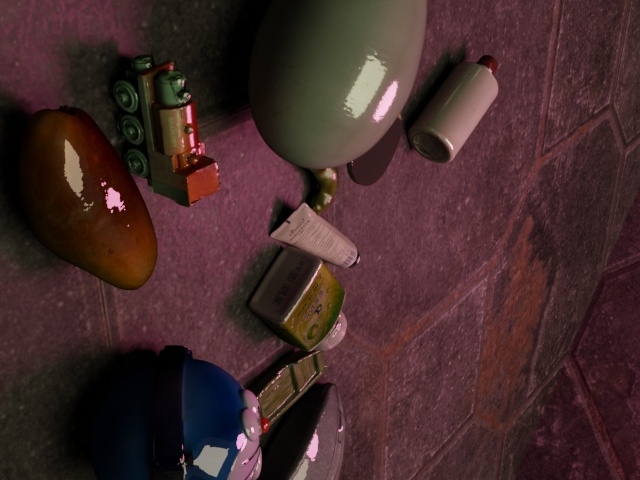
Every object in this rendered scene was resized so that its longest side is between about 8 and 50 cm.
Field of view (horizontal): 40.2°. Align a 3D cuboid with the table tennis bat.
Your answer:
[{"bbox_3d":[0.119,-0.215,1.585,0.138,0.022,0.247,27,86,-58],"label":"table tennis bat"}]

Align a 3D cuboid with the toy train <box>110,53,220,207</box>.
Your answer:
[{"bbox_3d":[-0.189,-0.138,1.077,0.074,0.118,0.176,-38,138,-44],"label":"toy train"}]

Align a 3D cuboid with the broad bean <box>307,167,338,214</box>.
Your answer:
[{"bbox_3d":[-0.006,-0.133,1.418,0.070,0.048,0.214,-43,142,-34],"label":"broad bean"}]

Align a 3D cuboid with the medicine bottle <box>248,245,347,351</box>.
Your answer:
[{"bbox_3d":[-0.026,0.112,1.489,0.132,0.088,0.188,-59,146,-16],"label":"medicine bottle"}]

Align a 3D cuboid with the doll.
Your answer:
[{"bbox_3d":[-0.193,0.300,1.223,0.310,0.240,0.284,95,-8,-47],"label":"doll"}]

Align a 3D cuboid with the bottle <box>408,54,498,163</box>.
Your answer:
[{"bbox_3d":[0.273,-0.269,1.709,0.245,0.104,0.104,-54,145,-22],"label":"bottle"}]

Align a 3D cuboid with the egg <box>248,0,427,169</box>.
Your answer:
[{"bbox_3d":[0.030,-0.276,1.222,0.230,0.230,0.371,38,70,-57],"label":"egg"}]

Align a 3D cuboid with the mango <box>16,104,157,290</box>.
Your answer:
[{"bbox_3d":[-0.272,-0.039,1.013,0.267,0.111,0.133,69,35,-45],"label":"mango"}]

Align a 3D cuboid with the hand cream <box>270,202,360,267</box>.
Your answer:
[{"bbox_3d":[0.000,0.000,1.505,0.080,0.050,0.234,-46,146,8],"label":"hand cream"}]

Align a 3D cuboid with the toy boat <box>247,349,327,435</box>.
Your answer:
[{"bbox_3d":[-0.095,0.284,1.515,0.293,0.055,0.093,-43,140,-36],"label":"toy boat"}]

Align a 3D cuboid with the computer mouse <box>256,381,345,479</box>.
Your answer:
[{"bbox_3d":[-0.033,0.444,1.642,0.374,0.114,0.203,-58,145,-19],"label":"computer mouse"}]
